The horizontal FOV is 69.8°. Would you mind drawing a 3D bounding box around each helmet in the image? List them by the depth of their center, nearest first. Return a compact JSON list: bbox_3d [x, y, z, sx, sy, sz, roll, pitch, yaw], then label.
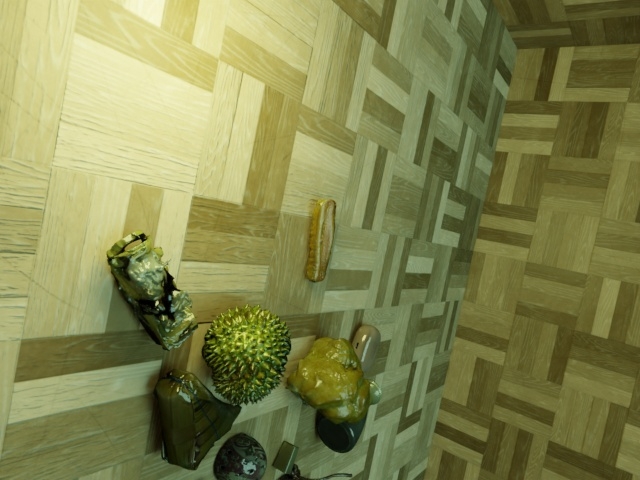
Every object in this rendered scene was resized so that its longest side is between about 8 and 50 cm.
[{"bbox_3d":[-0.231,0.693,1.413,0.177,0.107,0.153,45,68,-51],"label":"helmet"}]

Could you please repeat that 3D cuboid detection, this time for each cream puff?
[{"bbox_3d":[0.062,0.493,1.617,0.270,0.274,0.323,-55,144,-13],"label":"cream puff"}]

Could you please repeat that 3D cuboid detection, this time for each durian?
[{"bbox_3d":[-0.186,0.299,1.226,0.291,0.224,0.291,-11,90,-84],"label":"durian"}]

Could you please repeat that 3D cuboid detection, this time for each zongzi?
[{"bbox_3d":[-0.302,0.420,1.225,0.289,0.122,0.260,-31,123,-58],"label":"zongzi"}]

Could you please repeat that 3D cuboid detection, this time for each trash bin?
[{"bbox_3d":[-0.120,0.771,1.631,0.043,0.060,0.092,49,59,-49],"label":"trash bin"}]

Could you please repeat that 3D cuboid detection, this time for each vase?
[{"bbox_3d":[0.135,0.700,1.887,0.321,0.173,0.174,-28,123,-53],"label":"vase"}]

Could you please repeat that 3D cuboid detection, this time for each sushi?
[{"bbox_3d":[-0.359,0.106,1.024,0.139,0.131,0.291,-43,125,-36],"label":"sushi"}]

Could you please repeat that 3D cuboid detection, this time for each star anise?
[{"bbox_3d":[-0.025,0.902,1.687,0.218,0.227,0.148,-12,104,-64],"label":"star anise"}]

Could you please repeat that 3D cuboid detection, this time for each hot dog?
[{"bbox_3d":[-0.001,0.000,1.542,0.083,0.068,0.289,1,106,-31],"label":"hot dog"}]

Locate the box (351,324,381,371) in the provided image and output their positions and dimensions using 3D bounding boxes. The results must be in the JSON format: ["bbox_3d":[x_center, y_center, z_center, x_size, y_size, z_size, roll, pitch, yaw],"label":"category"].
[{"bbox_3d":[0.185,0.454,1.929,0.146,0.088,0.200,34,74,-54],"label":"box"}]
